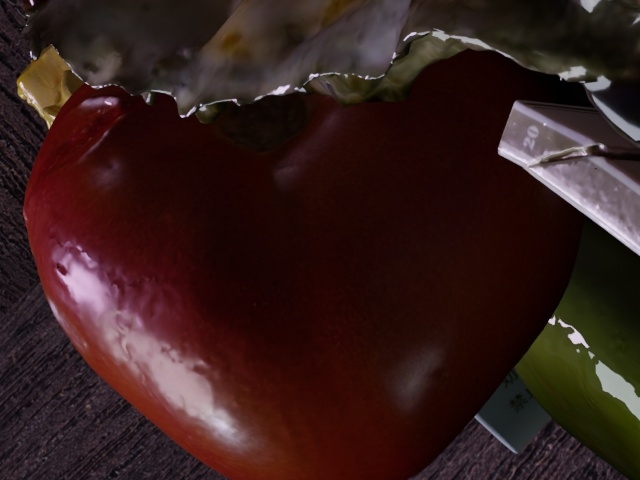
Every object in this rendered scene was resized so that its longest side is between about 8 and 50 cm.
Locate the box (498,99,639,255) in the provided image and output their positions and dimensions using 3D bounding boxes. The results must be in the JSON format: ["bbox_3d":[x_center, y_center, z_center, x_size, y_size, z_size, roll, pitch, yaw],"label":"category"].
[{"bbox_3d":[0.168,0.004,0.679,0.109,0.029,0.198,1,-150,-44],"label":"box"}]

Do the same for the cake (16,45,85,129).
[{"bbox_3d":[-0.119,-0.130,1.557,0.222,0.227,0.286,44,178,-13],"label":"cake"}]

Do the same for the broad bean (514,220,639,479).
[{"bbox_3d":[0.223,0.102,1.118,0.291,0.119,0.238,44,179,9],"label":"broad bean"}]

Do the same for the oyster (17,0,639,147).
[{"bbox_3d":[0.012,-0.121,0.509,0.337,0.133,0.197,29,128,50],"label":"oyster"}]

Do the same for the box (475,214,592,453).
[{"bbox_3d":[0.102,0.014,1.221,0.243,0.155,0.067,46,176,-29],"label":"box"}]

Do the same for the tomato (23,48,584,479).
[{"bbox_3d":[0.000,0.000,0.948,0.298,0.299,0.226,42,156,43],"label":"tomato"}]
